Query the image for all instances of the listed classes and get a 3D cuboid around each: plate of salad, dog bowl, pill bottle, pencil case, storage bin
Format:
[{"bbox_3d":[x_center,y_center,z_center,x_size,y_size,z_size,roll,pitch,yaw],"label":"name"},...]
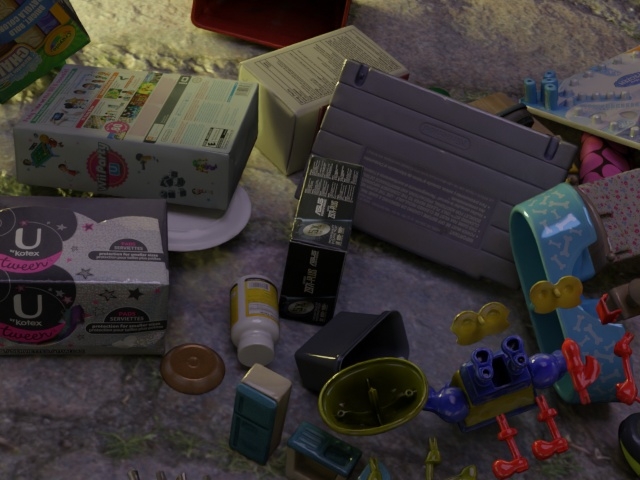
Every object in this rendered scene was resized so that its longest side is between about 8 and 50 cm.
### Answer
[{"bbox_3d":[-0.199,-0.043,1.667,0.200,0.048,0.200,4,40,-4],"label":"plate of salad"},{"bbox_3d":[0.320,0.075,1.528,0.074,0.166,0.297,-13,80,-6],"label":"dog bowl"},{"bbox_3d":[-0.086,0.106,1.525,0.065,0.065,0.116,3,44,-8],"label":"pill bottle"},{"bbox_3d":[0.458,-0.115,1.847,0.098,0.095,0.209,3,41,11],"label":"pencil case"},{"bbox_3d":[0.038,0.150,1.496,0.091,0.098,0.135,9,35,40],"label":"storage bin"}]

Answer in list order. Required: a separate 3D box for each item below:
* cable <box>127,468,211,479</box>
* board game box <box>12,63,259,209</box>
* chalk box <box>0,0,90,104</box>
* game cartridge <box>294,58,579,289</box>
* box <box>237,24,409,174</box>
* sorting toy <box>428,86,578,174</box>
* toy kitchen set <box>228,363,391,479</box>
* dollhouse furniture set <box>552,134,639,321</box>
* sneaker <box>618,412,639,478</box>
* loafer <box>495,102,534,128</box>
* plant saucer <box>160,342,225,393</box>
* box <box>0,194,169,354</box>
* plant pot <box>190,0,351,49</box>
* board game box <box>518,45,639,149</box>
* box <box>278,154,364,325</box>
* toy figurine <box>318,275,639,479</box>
[{"bbox_3d":[-0.130,0.374,1.267,0.139,0.072,0.287,8,53,-28],"label":"cable"},{"bbox_3d":[-0.257,-0.156,1.690,0.303,0.097,0.224,8,33,5],"label":"board game box"},{"bbox_3d":[-0.489,-0.352,1.803,0.179,0.289,0.180,-34,50,2],"label":"chalk box"},{"bbox_3d":[0.160,-0.093,1.678,0.355,0.230,0.068,23,13,13],"label":"game cartridge"},{"bbox_3d":[0.000,-0.223,1.839,0.232,0.127,0.148,-24,54,-31],"label":"box"},{"bbox_3d":[0.291,-0.166,1.897,0.132,0.046,0.274,-23,53,-31],"label":"sorting toy"},{"bbox_3d":[-0.034,0.272,1.321,0.207,0.122,0.166,26,45,15],"label":"toy kitchen set"},{"bbox_3d":[0.524,-0.047,1.650,0.303,0.174,0.355,-14,69,-25],"label":"dollhouse furniture set"},{"bbox_3d":[0.518,0.264,1.441,0.300,0.121,0.111,15,43,4],"label":"sneaker"},{"bbox_3d":[0.223,-0.107,1.772,0.267,0.096,0.084,-33,73,-11],"label":"loafer"},{"bbox_3d":[-0.162,0.159,1.490,0.083,0.015,0.083,6,43,-5],"label":"plant saucer"},{"bbox_3d":[-0.318,0.044,1.484,0.247,0.142,0.163,1,44,-10],"label":"box"},{"bbox_3d":[-0.049,-0.502,2.042,0.267,0.267,0.235,16,31,5],"label":"plant pot"},{"bbox_3d":[0.590,-0.251,1.892,0.390,0.050,0.390,-25,33,-30],"label":"board game box"},{"bbox_3d":[0.000,0.000,1.592,0.078,0.147,0.180,12,44,1],"label":"box"},{"bbox_3d":[0.193,0.206,1.402,0.363,0.217,0.191,-21,69,-4],"label":"toy figurine"}]
